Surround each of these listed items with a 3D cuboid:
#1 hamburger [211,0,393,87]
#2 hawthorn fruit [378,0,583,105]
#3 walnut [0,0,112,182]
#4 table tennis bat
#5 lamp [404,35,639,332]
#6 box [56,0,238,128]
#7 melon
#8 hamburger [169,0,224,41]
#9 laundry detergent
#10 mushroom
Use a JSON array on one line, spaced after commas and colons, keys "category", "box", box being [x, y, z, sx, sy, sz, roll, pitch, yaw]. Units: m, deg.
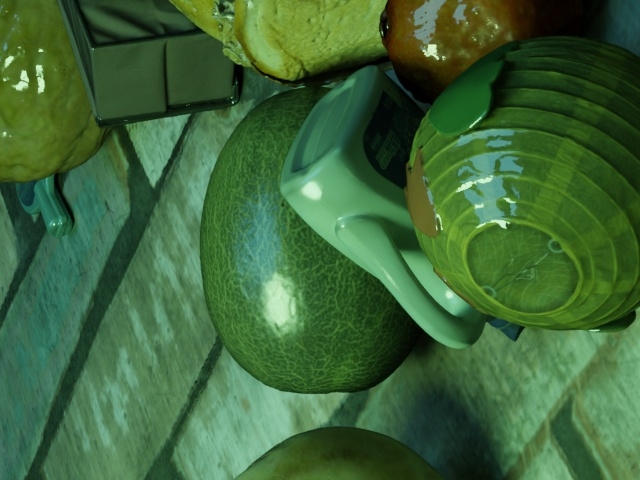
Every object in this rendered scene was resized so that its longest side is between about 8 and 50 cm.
[{"category": "hamburger", "box": [0.017, -0.252, 1.770, 0.286, 0.243, 0.146, -41, 46, 34]}, {"category": "hawthorn fruit", "box": [0.140, -0.200, 1.633, 0.179, 0.173, 0.174, 160, 108, -71]}, {"category": "walnut", "box": [-0.401, -0.257, 2.414, 0.306, 0.306, 0.344, 51, 133, 46]}, {"category": "table tennis bat", "box": [-0.410, -0.088, 2.664, 0.149, 0.038, 0.237, -65, 36, 33]}, {"category": "lamp", "box": [0.201, -0.065, 1.494, 0.250, 0.250, 0.284, -48, 9, 47]}, {"category": "box", "box": [-0.216, -0.285, 2.174, 0.153, 0.188, 0.252, 98, 157, -57]}, {"category": "melon", "box": [0.000, 0.000, 1.793, 0.237, 0.237, 0.302, -6, 84, 58]}, {"category": "hamburger", "box": [-0.100, -0.361, 1.932, 0.304, 0.284, 0.174, -31, 28, 52]}, {"category": "laundry detergent", "box": [0.094, -0.005, 1.625, 0.105, 0.280, 0.215, -33, 19, 28]}, {"category": "mushroom", "box": [0.014, 0.318, 1.756, 0.290, 0.292, 0.293, 175, 95, -81]}]
